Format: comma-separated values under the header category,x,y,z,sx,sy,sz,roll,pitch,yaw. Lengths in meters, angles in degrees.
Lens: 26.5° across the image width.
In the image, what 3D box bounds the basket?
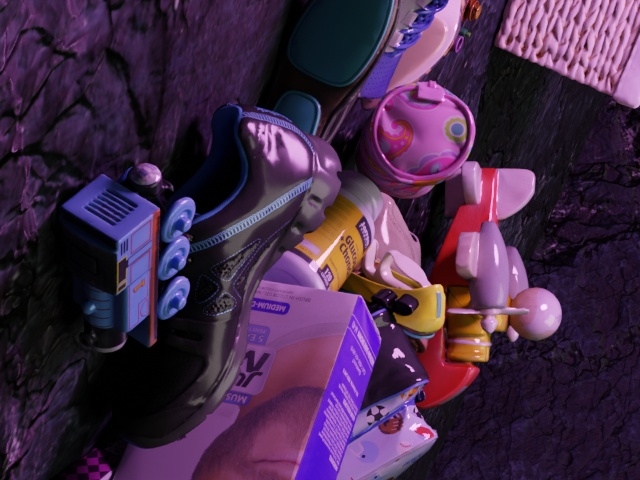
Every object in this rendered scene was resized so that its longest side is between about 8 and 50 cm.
category,x,y,z,sx,sy,sz,roll,pitch,yaw
basket,0.487,-0.430,2.235,0.328,0.266,0.331,-34,144,-61

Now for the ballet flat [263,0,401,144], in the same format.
category,x,y,z,sx,sy,sz,roll,pitch,yaw
ballet flat,-0.004,-0.161,1.385,0.280,0.095,0.096,-60,176,13

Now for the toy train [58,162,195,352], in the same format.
category,x,y,z,sx,sy,sz,roll,pitch,yaw
toy train,-0.164,0.019,1.136,0.105,0.080,0.184,-41,154,-37

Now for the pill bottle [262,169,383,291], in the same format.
category,x,y,z,sx,sy,sz,roll,pitch,yaw
pill bottle,0.000,0.000,1.573,0.184,0.103,0.103,-52,159,-40

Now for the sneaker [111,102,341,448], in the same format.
category,x,y,z,sx,sy,sz,roll,pitch,yaw
sneaker,-0.120,0.029,1.274,0.139,0.125,0.341,31,86,-46

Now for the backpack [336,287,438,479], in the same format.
category,x,y,z,sx,sy,sz,roll,pitch,yaw
backpack,0.004,0.210,1.574,0.276,0.213,0.263,-23,171,-11

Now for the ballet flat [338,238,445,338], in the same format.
category,x,y,z,sx,sy,sz,roll,pitch,yaw
ballet flat,0.066,0.040,1.641,0.077,0.231,0.077,-10,118,-41

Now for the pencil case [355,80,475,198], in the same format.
category,x,y,z,sx,sy,sz,roll,pitch,yaw
pencil case,0.105,-0.115,1.597,0.284,0.124,0.124,133,-19,-89

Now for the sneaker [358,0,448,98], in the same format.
category,x,y,z,sx,sy,sz,roll,pitch,yaw
sneaker,0.115,-0.279,1.412,0.127,0.182,0.316,-37,147,-57

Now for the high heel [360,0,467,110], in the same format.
category,x,y,z,sx,sy,sz,roll,pitch,yaw
high heel,0.124,-0.268,1.658,0.261,0.093,0.186,-59,180,4

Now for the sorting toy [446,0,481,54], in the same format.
category,x,y,z,sx,sy,sz,roll,pitch,yaw
sorting toy,0.196,-0.297,1.892,0.061,0.042,0.102,-39,149,-58

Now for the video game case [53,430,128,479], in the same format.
category,x,y,z,sx,sy,sz,roll,pitch,yaw
video game case,-0.219,0.292,1.387,0.232,0.041,0.210,-37,145,-60

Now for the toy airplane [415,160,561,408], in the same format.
category,x,y,z,sx,sy,sz,roll,pitch,yaw
toy airplane,0.278,0.061,2.237,0.386,0.272,0.384,-49,156,-45

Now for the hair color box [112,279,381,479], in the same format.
category,x,y,z,sx,sy,sz,roll,pitch,yaw
hair color box,-0.082,0.205,1.331,0.110,0.185,0.339,63,41,-55

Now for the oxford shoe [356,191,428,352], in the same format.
category,x,y,z,sx,sy,sz,roll,pitch,yaw
oxford shoe,0.102,0.057,1.927,0.397,0.140,0.147,71,38,-70
